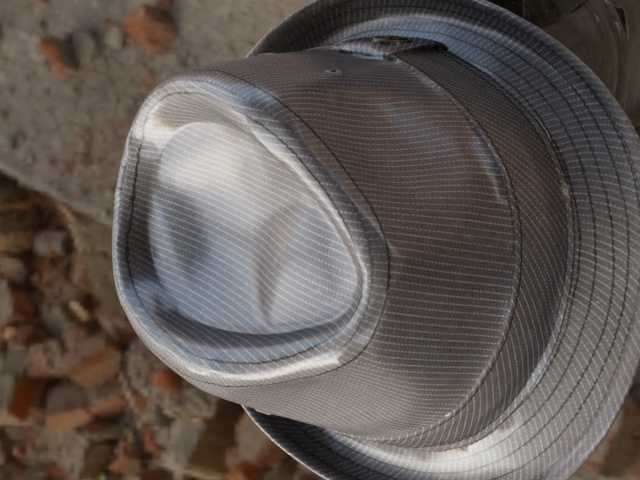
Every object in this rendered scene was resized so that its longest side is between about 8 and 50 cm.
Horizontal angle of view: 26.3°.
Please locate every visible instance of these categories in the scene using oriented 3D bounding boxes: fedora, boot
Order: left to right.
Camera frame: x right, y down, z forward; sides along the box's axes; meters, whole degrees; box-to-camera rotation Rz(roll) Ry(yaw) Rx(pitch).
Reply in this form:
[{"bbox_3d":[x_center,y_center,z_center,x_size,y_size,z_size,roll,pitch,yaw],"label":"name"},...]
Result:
[{"bbox_3d":[0.000,0.000,0.615,0.275,0.124,0.243,32,111,41],"label":"fedora"},{"bbox_3d":[0.166,-0.087,0.772,0.083,0.246,0.161,-19,100,43],"label":"boot"}]
